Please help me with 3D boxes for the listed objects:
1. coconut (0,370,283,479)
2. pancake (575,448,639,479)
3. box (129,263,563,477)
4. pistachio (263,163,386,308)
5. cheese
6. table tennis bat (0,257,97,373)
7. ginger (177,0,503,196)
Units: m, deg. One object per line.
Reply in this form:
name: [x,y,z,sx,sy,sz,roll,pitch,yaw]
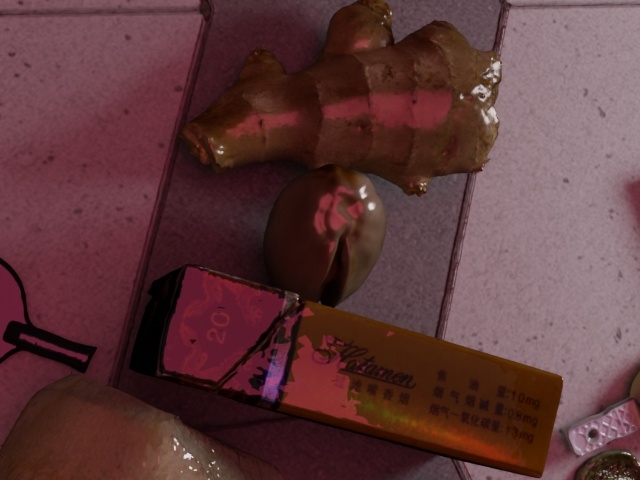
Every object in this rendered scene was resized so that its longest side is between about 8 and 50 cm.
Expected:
coconut: [-0.198,0.290,0.969,0.297,0.297,0.254,26,75,-11]
pancake: [0.377,0.317,1.264,0.108,0.017,0.108,1,87,-16]
box: [0.011,0.141,1.054,0.416,0.264,0.115,18,81,-12]
pistachio: [0.000,0.000,1.101,0.144,0.215,0.143,9,57,-14]
cheese: [0.428,0.211,1.273,0.256,0.050,0.127,-18,89,-17]
table tennis bat: [-0.364,0.091,1.079,0.236,0.027,0.150,22,78,-11]
ginger: [0.030,-0.179,1.152,0.376,0.166,0.236,5,96,-22]
